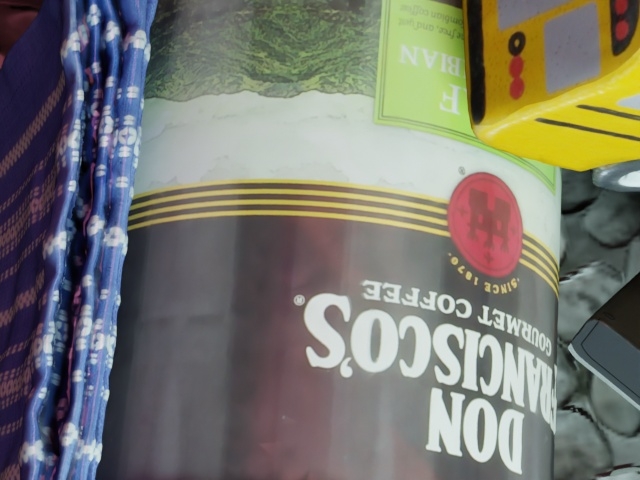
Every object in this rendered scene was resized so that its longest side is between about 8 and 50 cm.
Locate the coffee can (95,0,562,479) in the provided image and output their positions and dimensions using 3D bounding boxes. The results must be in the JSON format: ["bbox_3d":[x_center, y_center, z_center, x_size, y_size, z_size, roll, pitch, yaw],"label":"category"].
[{"bbox_3d":[0.000,0.000,0.693,0.201,0.201,0.275,3,72,2],"label":"coffee can"}]

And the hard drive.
[{"bbox_3d":[0.168,0.049,0.719,0.094,0.135,0.022,39,118,13],"label":"hard drive"}]

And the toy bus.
[{"bbox_3d":[0.203,-0.077,0.670,0.332,0.130,0.108,7,75,-35],"label":"toy bus"}]

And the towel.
[{"bbox_3d":[-0.131,0.070,0.655,0.040,0.243,0.336,12,73,-20],"label":"towel"}]
